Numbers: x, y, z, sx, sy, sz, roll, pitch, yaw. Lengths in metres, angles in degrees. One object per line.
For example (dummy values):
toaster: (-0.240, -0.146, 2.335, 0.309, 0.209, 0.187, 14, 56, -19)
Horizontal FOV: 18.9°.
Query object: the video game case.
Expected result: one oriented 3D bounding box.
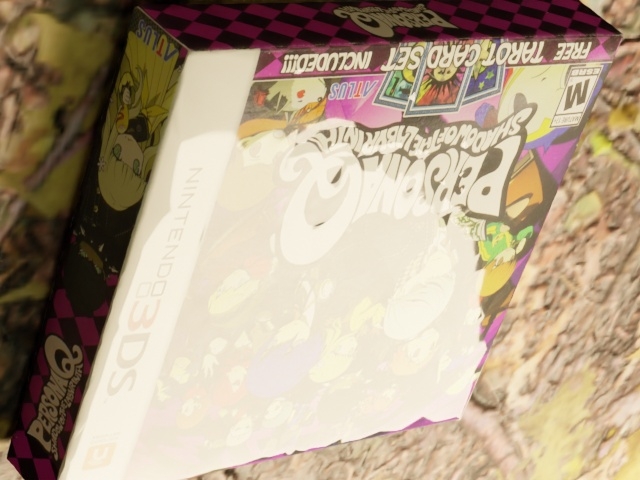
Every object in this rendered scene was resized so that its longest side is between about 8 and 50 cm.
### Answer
video game case: (0.000, 0.000, 0.787, 0.232, 0.042, 0.210, -7, 128, -41)
